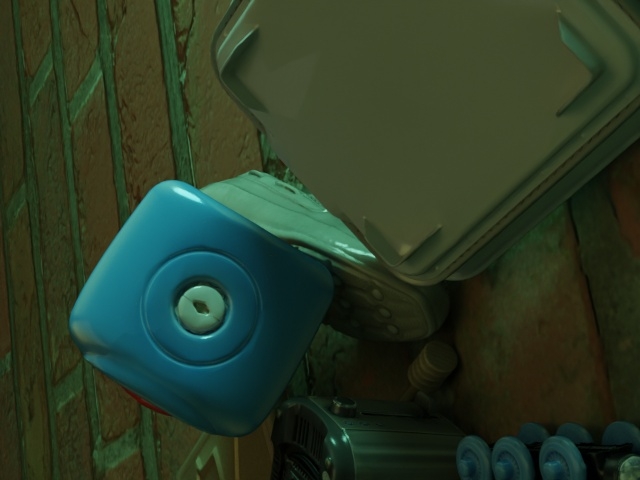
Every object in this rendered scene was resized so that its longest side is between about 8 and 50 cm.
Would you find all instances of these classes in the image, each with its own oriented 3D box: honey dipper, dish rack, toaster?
[{"bbox_3d":[0.069,0.137,1.061,0.160,0.030,0.030,121,140,-48],"label":"honey dipper"},{"bbox_3d":[0.063,-0.123,0.852,0.285,0.072,0.333,47,139,4],"label":"dish rack"},{"bbox_3d":[0.039,0.227,0.990,0.129,0.146,0.227,33,119,60],"label":"toaster"}]

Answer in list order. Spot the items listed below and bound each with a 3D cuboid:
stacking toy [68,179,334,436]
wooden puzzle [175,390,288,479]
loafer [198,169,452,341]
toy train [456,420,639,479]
[{"bbox_3d":[-0.109,0.077,1.106,0.165,0.175,0.302,-59,1,-12],"label":"stacking toy"},{"bbox_3d":[-0.045,0.310,1.244,0.348,0.080,0.322,117,143,-49],"label":"wooden puzzle"},{"bbox_3d":[0.000,0.000,1.109,0.319,0.111,0.112,23,145,44],"label":"loafer"},{"bbox_3d":[0.156,0.177,0.839,0.184,0.080,0.105,-17,81,62],"label":"toy train"}]
